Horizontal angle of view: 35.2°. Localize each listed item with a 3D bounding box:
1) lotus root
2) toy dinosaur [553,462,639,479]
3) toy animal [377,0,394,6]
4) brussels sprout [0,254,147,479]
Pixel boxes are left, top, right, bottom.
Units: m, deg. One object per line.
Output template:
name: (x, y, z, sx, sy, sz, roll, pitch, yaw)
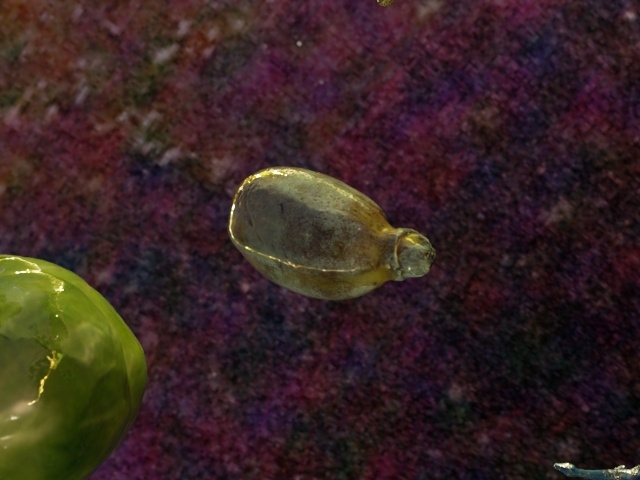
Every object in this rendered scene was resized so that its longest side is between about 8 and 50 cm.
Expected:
lotus root: (0.000, 0.000, 1.262, 0.140, 0.158, 0.322, -22, 27, -33)
toy dinosaur: (0.473, 0.335, 1.356, 0.144, 0.329, 0.076, -36, -35, -76)
toy animal: (0.083, -0.194, 0.580, 0.137, 0.098, 0.098, -24, 42, 7)
brussels sprout: (-0.259, 0.126, 0.811, 0.244, 0.244, 0.244, -31, 42, 33)
